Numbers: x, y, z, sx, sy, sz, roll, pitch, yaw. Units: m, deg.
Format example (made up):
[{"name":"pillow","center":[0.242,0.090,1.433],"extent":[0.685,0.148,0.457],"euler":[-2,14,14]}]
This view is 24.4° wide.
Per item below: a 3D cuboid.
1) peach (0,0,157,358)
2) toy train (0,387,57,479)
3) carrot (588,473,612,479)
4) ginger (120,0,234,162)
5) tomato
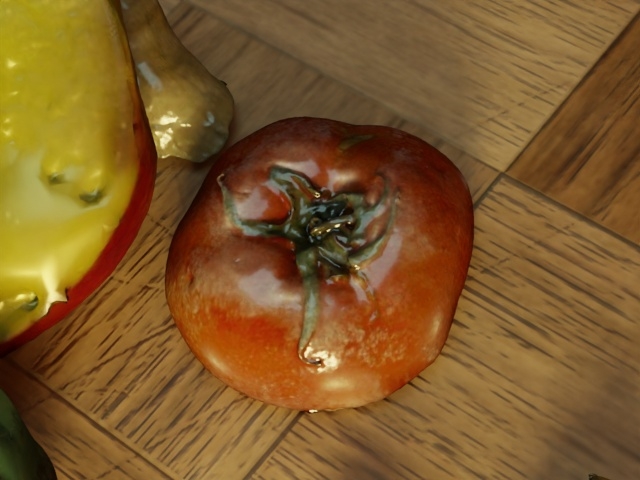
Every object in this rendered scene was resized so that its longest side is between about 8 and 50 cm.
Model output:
[{"name":"peach","center":[-0.308,-0.049,1.054],"extent":[0.380,0.242,0.306],"euler":[-10,98,-6]},{"name":"toy train","center":[-0.284,0.129,0.913],"extent":[0.159,0.129,0.326],"euler":[-44,102,6]},{"name":"carrot","center":[0.145,0.207,0.922],"extent":[0.048,0.048,0.139],"euler":[36,71,28]},{"name":"ginger","center":[-0.145,-0.147,1.171],"extent":[0.193,0.122,0.115],"euler":[26,45,18]},{"name":"tomato","center":[0.000,0.000,1.055],"extent":[0.237,0.095,0.237],"euler":[-4,57,7]}]
